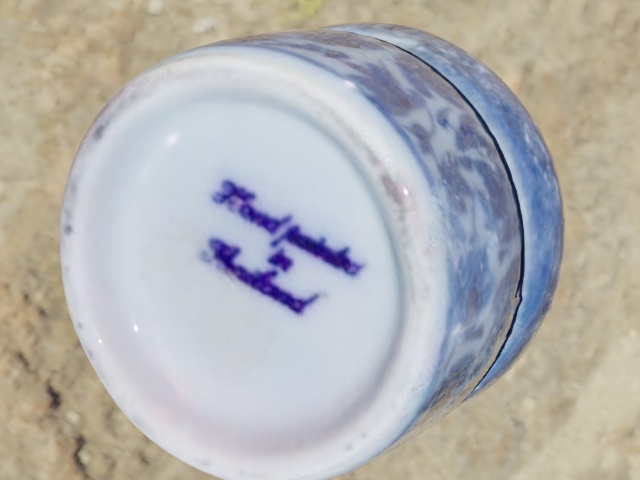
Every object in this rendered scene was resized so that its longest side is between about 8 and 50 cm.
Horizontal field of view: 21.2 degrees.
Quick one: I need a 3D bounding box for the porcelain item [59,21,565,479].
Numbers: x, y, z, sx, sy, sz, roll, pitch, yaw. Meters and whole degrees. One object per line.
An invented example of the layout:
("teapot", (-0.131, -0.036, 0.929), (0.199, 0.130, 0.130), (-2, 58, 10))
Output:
("porcelain item", (0.000, 0.000, 0.581), (0.114, 0.147, 0.147), (-23, 121, -57))
